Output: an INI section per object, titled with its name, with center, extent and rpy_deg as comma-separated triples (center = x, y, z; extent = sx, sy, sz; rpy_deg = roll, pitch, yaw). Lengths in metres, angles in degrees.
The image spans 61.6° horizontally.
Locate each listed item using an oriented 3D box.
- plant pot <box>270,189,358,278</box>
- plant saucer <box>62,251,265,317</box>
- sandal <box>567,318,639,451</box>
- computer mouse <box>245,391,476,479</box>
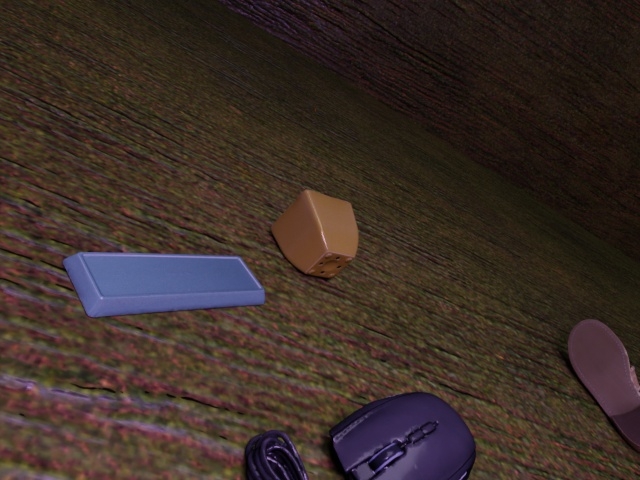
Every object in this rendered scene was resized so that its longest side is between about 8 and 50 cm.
[plant pot]
center = 0.000, 0.000, 0.674
extent = 0.082, 0.081, 0.083
rpy_deg = 13, 44, -41
[plant saucer]
center = -0.133, 0.036, 0.502
extent = 0.192, 0.018, 0.067
rpy_deg = 5, 38, -51
[sandal]
center = 0.480, 0.245, 0.878
extent = 0.079, 0.088, 0.240
rpy_deg = 58, 15, -37
[computer mouse]
center = 0.083, 0.200, 0.424
extent = 0.262, 0.060, 0.184
rpy_deg = 7, 35, -46
